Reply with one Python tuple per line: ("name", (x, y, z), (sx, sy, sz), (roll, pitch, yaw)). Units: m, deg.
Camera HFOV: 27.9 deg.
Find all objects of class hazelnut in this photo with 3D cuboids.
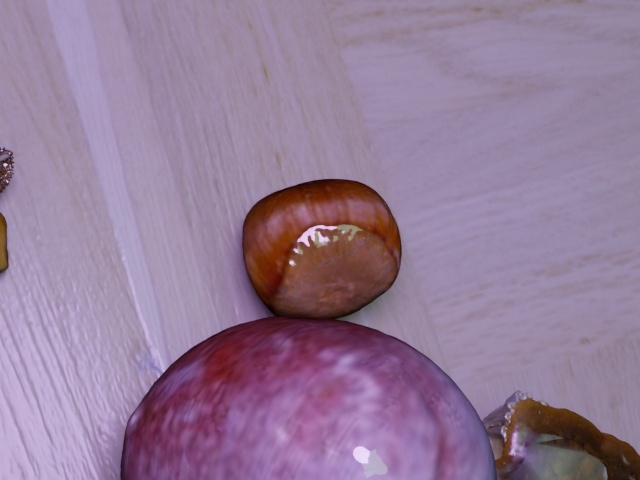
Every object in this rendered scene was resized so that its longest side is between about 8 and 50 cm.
("hazelnut", (0.000, 0.000, 1.224), (0.150, 0.150, 0.150), (5, 73, -17))

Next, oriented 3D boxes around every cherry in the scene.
("cherry", (0.003, 0.220, 1.070), (0.291, 0.335, 0.326), (-43, 114, -39))

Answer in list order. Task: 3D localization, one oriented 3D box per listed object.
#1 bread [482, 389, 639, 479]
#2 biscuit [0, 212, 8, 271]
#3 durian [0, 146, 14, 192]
("bread", (0.219, 0.270, 1.229), (0.192, 0.110, 0.210), (29, 68, -7))
("biscuit", (-0.361, 0.063, 1.138), (0.174, 0.039, 0.183), (-2, 75, -21))
("durian", (-0.318, -0.070, 1.165), (0.091, 0.080, 0.080), (-17, 77, 22))
